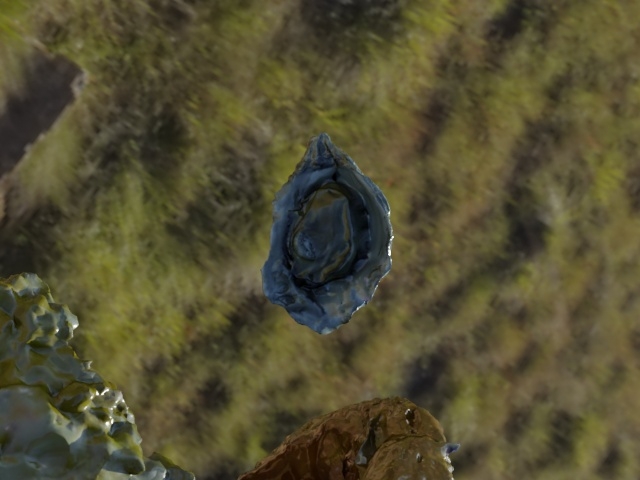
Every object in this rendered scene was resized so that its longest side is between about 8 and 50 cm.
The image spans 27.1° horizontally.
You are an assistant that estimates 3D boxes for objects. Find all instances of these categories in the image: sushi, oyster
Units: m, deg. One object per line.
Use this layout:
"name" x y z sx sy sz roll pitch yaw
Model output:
"sushi" -0.265 0.234 1.166 0.240 0.396 0.351 -41 -177 -28
"oyster" -0.001 -0.001 0.827 0.100 0.098 0.037 -46 -179 -8

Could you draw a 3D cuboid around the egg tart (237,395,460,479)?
"egg tart" -0.020 0.260 0.853 0.150 0.352 0.352 42 80 -13
